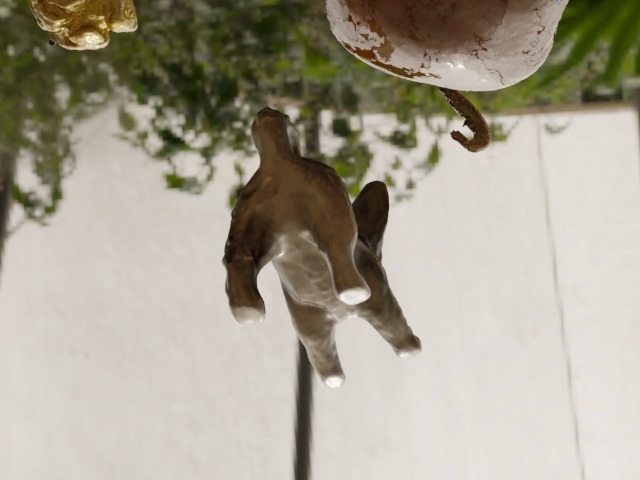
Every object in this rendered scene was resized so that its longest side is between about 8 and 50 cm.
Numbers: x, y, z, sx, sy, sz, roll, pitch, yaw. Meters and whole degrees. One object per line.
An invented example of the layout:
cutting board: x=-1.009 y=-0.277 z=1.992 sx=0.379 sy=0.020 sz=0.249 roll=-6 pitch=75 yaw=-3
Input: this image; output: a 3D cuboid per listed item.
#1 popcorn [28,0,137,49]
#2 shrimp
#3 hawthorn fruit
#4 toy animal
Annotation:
popcorn: x=-0.335 y=-0.338 z=1.850 sx=0.167 sy=0.152 sz=0.148 roll=37 pitch=-154 yaw=17
shrimp: x=0.180 y=-0.162 z=1.713 sx=0.023 sy=0.114 sz=0.083 roll=-35 pitch=-174 yaw=39
hawthorn fruit: x=0.106 y=-0.288 z=1.321 sx=0.301 sy=0.267 sz=0.268 roll=2 pitch=-173 yaw=-8
toy animal: x=0.000 y=0.000 z=1.777 sx=0.194 sy=0.302 sz=0.344 roll=-18 pitch=151 yaw=12
